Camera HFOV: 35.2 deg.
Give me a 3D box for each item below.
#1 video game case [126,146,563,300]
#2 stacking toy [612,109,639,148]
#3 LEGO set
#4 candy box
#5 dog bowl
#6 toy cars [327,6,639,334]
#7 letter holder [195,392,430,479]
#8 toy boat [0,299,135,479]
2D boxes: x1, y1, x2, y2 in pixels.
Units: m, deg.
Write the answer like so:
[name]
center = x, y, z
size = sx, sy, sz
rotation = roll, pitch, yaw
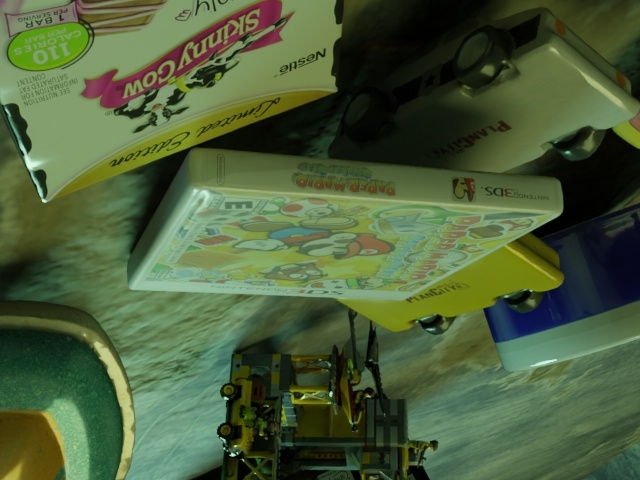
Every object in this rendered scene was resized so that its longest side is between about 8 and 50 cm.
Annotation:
[video game case]
center = 0.000, 0.000, 0.617
size = 0.206, 0.026, 0.227
rotation = 3, 163, -18
[stacking toy]
center = 0.346, -0.117, 0.669
size = 0.279, 0.130, 0.309
rotation = -41, 175, 17
[LEGO set]
center = 0.020, 0.235, 0.967
size = 0.192, 0.255, 0.331
rotation = -1, 142, 4
[candy box]
center = -0.071, -0.125, 0.399
size = 0.159, 0.071, 0.233
rotation = -23, 156, -13
[dog bowl]
center = 0.278, 0.031, 0.931
size = 0.265, 0.104, 0.265
rotation = -19, 174, -2
[toy cars]
center = 0.098, -0.042, 0.711
size = 0.176, 0.087, 0.394
rotation = 9, 152, 6
[letter holder]
center = -0.026, 0.349, 1.274
size = 0.301, 0.152, 0.214
rotation = -23, 157, -12
[toy boat]
center = -0.177, 0.185, 0.658
size = 0.318, 0.148, 0.267
rotation = 33, 107, -23
